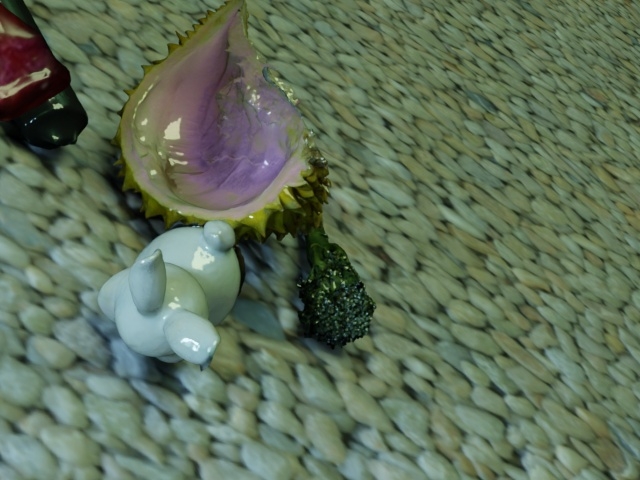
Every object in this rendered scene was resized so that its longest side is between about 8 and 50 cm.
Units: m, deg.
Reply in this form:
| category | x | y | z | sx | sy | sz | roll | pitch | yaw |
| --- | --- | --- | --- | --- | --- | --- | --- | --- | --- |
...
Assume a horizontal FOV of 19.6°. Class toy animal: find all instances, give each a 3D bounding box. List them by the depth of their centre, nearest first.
| category | x | y | z | sx | sy | sz | roll | pitch | yaw |
| --- | --- | --- | --- | --- | --- | --- | --- | --- | --- |
| toy animal | -0.087 | 0.037 | 1.093 | 0.071 | 0.085 | 0.124 | 52 | 28 | -6 |

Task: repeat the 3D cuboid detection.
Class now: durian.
| category | x | y | z | sx | sy | sz | roll | pitch | yaw |
| --- | --- | --- | --- | --- | --- | --- | --- | --- | --- |
| durian | -0.059 | -0.068 | 1.255 | 0.182 | 0.132 | 0.165 | 44 | 36 | 19 |

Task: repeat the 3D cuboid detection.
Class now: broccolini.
| category | x | y | z | sx | sy | sz | roll | pitch | yaw |
| --- | --- | --- | --- | --- | --- | --- | --- | --- | --- |
| broccolini | 0.000 | 0.000 | 1.319 | 0.051 | 0.054 | 0.239 | 13 | 25 | -14 |

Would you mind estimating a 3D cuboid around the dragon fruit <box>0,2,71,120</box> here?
| category | x | y | z | sx | sy | sz | roll | pitch | yaw |
| --- | --- | --- | --- | --- | --- | --- | --- | --- | --- |
| dragon fruit | -0.286 | -0.146 | 0.961 | 0.330 | 0.240 | 0.302 | 25 | 43 | -5 |

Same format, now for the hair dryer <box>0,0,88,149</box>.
| category | x | y | z | sx | sy | sz | roll | pitch | yaw |
| --- | --- | --- | --- | --- | --- | --- | --- | --- | --- |
| hair dryer | -0.270 | -0.182 | 1.242 | 0.244 | 0.116 | 0.302 | 0 | 48 | -51 |
